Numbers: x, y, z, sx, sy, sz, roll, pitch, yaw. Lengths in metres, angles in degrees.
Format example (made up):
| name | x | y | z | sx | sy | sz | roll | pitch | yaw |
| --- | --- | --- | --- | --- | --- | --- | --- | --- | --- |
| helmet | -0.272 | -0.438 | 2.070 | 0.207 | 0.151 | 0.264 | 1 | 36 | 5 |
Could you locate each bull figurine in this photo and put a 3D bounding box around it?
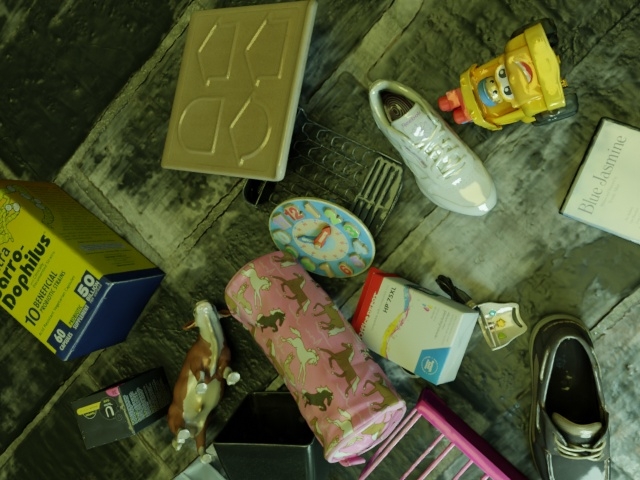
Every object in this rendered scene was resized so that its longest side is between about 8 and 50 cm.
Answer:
| name | x | y | z | sx | sy | sz | roll | pitch | yaw |
| --- | --- | --- | --- | --- | --- | --- | --- | --- | --- |
| bull figurine | -0.233 | 0.277 | 1.189 | 0.101 | 0.188 | 0.310 | 9 | 105 | -20 |

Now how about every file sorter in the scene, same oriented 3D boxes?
| name | x | y | z | sx | sy | sz | roll | pitch | yaw |
| --- | --- | --- | --- | --- | --- | --- | --- | --- | --- |
| file sorter | 0.228 | 0.423 | 1.007 | 0.291 | 0.202 | 0.182 | 41 | 92 | 14 |

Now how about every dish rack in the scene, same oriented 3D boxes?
| name | x | y | z | sx | sy | sz | roll | pitch | yaw |
| --- | --- | --- | --- | --- | --- | --- | --- | --- | --- |
| dish rack | 0.010 | -0.113 | 1.139 | 0.272 | 0.074 | 0.208 | 28 | 100 | 13 |

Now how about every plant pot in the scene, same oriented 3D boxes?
| name | x | y | z | sx | sy | sz | roll | pitch | yaw |
| --- | --- | --- | --- | --- | --- | --- | --- | --- | --- |
| plant pot | -0.070 | 0.405 | 1.135 | 0.188 | 0.188 | 0.166 | -5 | 102 | 16 |

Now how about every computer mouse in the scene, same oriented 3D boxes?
| name | x | y | z | sx | sy | sz | roll | pitch | yaw |
| --- | --- | --- | --- | --- | --- | --- | --- | --- | --- |
| computer mouse | 0.210 | 0.167 | 1.103 | 0.106 | 0.042 | 0.193 | 42 | 108 | 33 |

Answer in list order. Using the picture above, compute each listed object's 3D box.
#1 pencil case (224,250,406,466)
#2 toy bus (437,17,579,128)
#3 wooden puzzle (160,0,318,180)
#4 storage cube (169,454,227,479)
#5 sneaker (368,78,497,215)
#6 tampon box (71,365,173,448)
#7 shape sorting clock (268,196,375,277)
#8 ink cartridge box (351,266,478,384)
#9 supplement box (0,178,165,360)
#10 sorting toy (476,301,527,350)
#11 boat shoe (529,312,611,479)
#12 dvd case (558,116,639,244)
| name | x | y | z | sx | sy | sz | roll | pitch | yaw |
| --- | --- | --- | --- | --- | --- | --- | --- | --- | --- |
| pencil case | -0.016 | 0.199 | 1.059 | 0.160 | 0.167 | 0.386 | -28 | 59 | -20 |
| toy bus | 0.295 | -0.247 | 0.980 | 0.212 | 0.220 | 0.149 | -15 | 93 | 23 |
| wooden puzzle | -0.151 | -0.277 | 1.135 | 0.348 | 0.081 | 0.322 | 10 | 88 | 39 |
| storage cube | -0.269 | 0.585 | 1.192 | 0.215 | 0.184 | 0.193 | 40 | 102 | 12 |
| sneaker | 0.184 | -0.159 | 1.045 | 0.114 | 0.152 | 0.305 | -44 | 82 | 11 |
| tampon box | -0.399 | 0.339 | 1.232 | 0.121 | 0.161 | 0.101 | -21 | 86 | 16 |
| shape sorting clock | 0.000 | 0.000 | 1.104 | 0.206 | 0.040 | 0.206 | 16 | 138 | 15 |
| ink cartridge box | 0.146 | 0.143 | 1.073 | 0.231 | 0.078 | 0.134 | 23 | 99 | 34 |
| supplement box | -0.546 | 0.050 | 1.246 | 0.357 | 0.195 | 0.194 | 36 | 101 | 13 |
| sorting toy | 0.326 | 0.147 | 1.075 | 0.075 | 0.045 | 0.083 | -18 | 76 | 4 |
| boat shoe | 0.414 | 0.305 | 1.006 | 0.132 | 0.130 | 0.355 | -10 | 89 | 17 |
| dvd case | 0.559 | -0.082 | 1.004 | 0.253 | 0.022 | 0.180 | 23 | 99 | 15 |
